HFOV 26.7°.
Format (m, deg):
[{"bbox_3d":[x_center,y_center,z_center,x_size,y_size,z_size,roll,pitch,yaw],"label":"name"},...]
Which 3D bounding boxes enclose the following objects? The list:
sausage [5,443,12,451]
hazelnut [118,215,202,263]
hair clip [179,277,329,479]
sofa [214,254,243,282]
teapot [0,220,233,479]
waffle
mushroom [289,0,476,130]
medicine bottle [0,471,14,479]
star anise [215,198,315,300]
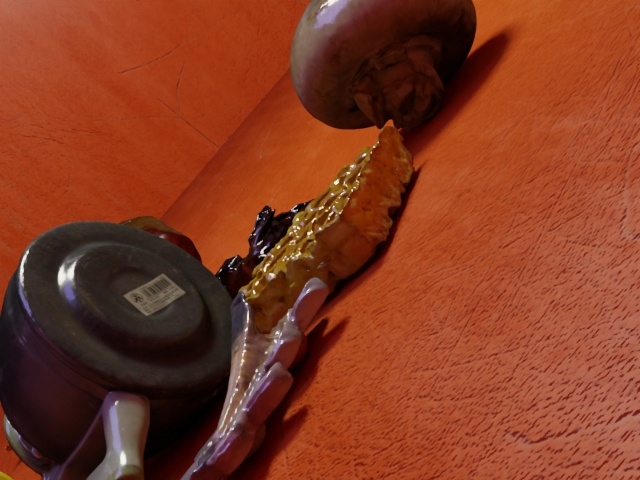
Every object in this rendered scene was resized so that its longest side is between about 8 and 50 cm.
[{"bbox_3d":[-0.488,0.281,2.408,0.234,0.071,0.071,-55,11,-32],"label":"sausage"},{"bbox_3d":[-0.271,0.069,1.951,0.181,0.181,0.212,-32,11,-28],"label":"hazelnut"},{"bbox_3d":[-0.058,0.119,1.146,0.146,0.075,0.257,-46,16,33],"label":"hair clip"},{"bbox_3d":[-0.133,0.075,1.719,0.118,0.039,0.060,-53,9,-19],"label":"sofa"},{"bbox_3d":[-0.205,0.164,1.370,0.239,0.322,0.239,-5,-44,-41],"label":"teapot"},{"bbox_3d":[-0.001,0.000,1.364,0.219,0.057,0.229,-43,10,31],"label":"waffle"},{"bbox_3d":[0.077,-0.213,1.517,0.226,0.178,0.226,-26,-32,-18],"label":"mushroom"},{"bbox_3d":[-0.477,0.387,1.797,0.212,0.122,0.122,-38,15,49],"label":"medicine bottle"},{"bbox_3d":[-0.065,0.005,1.641,0.212,0.053,0.157,-42,13,47],"label":"star anise"}]
